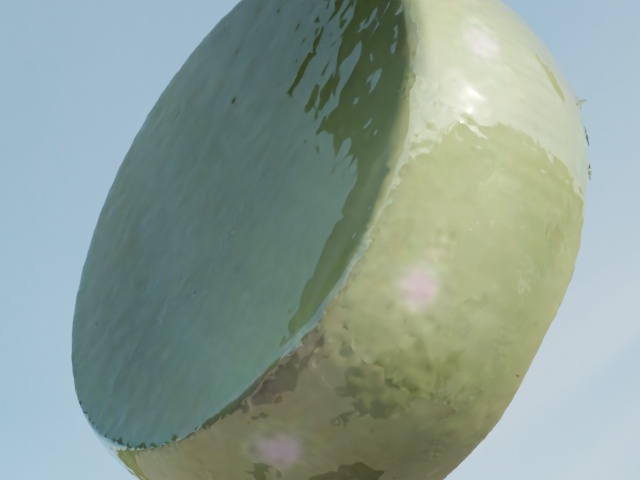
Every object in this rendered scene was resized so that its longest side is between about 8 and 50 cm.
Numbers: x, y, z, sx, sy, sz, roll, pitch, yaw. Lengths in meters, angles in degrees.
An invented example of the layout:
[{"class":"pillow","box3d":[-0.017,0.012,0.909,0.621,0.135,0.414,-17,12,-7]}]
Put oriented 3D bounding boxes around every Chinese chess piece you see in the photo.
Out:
[{"class":"Chinese chess piece","box3d":[0.000,0.000,0.429,0.058,0.144,0.144,28,-44,-29]}]
